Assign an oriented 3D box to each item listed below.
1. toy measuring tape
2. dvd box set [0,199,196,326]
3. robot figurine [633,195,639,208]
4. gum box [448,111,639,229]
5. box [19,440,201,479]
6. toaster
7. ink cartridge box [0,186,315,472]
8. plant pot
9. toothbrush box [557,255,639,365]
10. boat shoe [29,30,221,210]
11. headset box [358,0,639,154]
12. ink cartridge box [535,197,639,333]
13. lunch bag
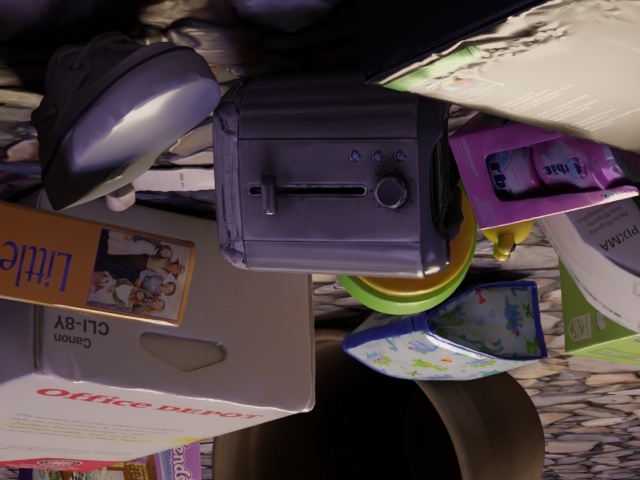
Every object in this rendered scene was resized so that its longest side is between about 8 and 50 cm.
[{"bbox_3d":[0.000,0.000,1.512,0.330,0.121,0.121,-1,165,-4],"label":"toy measuring tape"},{"bbox_3d":[-0.326,-0.020,1.188,0.307,0.062,0.420,9,177,39],"label":"dvd box set"},{"bbox_3d":[0.288,-0.040,1.482,0.115,0.067,0.101,-11,130,17],"label":"robot figurine"},{"bbox_3d":[0.165,-0.073,1.194,0.107,0.062,0.188,-12,-164,34],"label":"gum box"},{"bbox_3d":[-0.234,0.294,2.204,0.201,0.293,0.057,5,161,-24],"label":"box"},{"bbox_3d":[0.015,-0.050,1.262,0.146,0.129,0.227,0,-167,7],"label":"toaster"},{"bbox_3d":[-0.222,0.093,1.726,0.279,0.160,0.384,11,161,-36],"label":"ink cartridge box"},{"bbox_3d":[0.095,0.238,2.107,0.323,0.323,0.280,-14,177,36],"label":"plant pot"},{"bbox_3d":[0.366,0.022,1.624,0.206,0.122,0.283,10,161,-38],"label":"toothbrush box"},{"bbox_3d":[-0.138,-0.086,1.230,0.095,0.084,0.258,-22,176,-26],"label":"boat shoe"},{"bbox_3d":[0.185,-0.148,0.967,0.283,0.131,0.246,12,159,-40],"label":"headset box"},{"bbox_3d":[0.234,0.038,1.476,0.066,0.232,0.189,-27,162,1],"label":"ink cartridge box"},{"bbox_3d":[0.115,0.085,1.867,0.151,0.096,0.129,-3,168,-38],"label":"lunch bag"}]
